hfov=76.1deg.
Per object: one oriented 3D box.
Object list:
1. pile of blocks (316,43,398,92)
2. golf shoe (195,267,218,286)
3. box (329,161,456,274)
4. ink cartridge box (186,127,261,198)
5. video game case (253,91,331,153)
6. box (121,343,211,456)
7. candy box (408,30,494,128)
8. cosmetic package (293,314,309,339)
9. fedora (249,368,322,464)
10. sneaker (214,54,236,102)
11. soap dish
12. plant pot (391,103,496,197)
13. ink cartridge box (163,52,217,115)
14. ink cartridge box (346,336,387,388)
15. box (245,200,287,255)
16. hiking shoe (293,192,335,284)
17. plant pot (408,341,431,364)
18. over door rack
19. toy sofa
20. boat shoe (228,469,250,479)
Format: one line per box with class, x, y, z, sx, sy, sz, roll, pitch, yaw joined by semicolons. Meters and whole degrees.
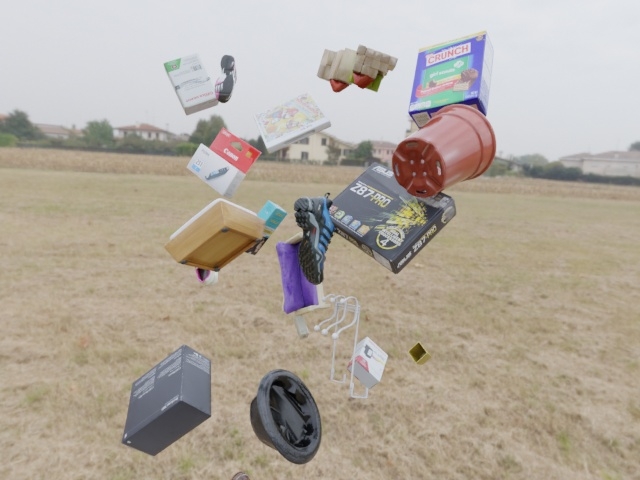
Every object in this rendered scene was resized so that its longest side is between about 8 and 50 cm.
pile of blocks;0.097;-0.473;1.179;0.148;0.113;0.362;13;17;-25
golf shoe;-0.621;0.096;2.215;0.115;0.306;0.140;-8;-6;5
box;0.235;-0.098;1.491;0.318;0.097;0.395;-41;47;-13
ink cartridge box;-0.458;-0.377;1.916;0.296;0.261;0.066;36;4;27
video game case;-0.095;-0.378;1.289;0.206;0.026;0.227;-24;45;-1
box;-0.668;0.702;1.812;0.343;0.179;0.312;-37;33;10
candy box;0.500;-0.611;1.566;0.268;0.317;0.122;-1;-25;36
cosmetic package;-0.093;0.403;1.936;0.041;0.060;0.115;-9;55;-19
fedora;-0.145;0.648;1.488;0.152;0.334;0.334;-33;-6;27
sneaker;-0.341;-0.592;1.529;0.071;0.178;0.077;11;-8;6
soap dish;-0.366;-0.006;1.453;0.290;0.118;0.229;-34;-30;21
plant pot;0.395;-0.283;1.363;0.265;0.273;0.272;-32;32;-35
ink cartridge box;-0.537;-0.651;1.711;0.153;0.208;0.087;-24;-2;-15
ink cartridge box;0.199;0.507;1.711;0.127;0.072;0.175;42;30;0
box;-0.257;-0.052;1.789;0.060;0.244;0.100;43;9;27
hiking shoe;0.000;0.000;1.363;0.132;0.304;0.113;-13;18;-31
plant pot;0.510;0.578;2.068;0.083;0.081;0.081;37;12;-38
over door rack;0.060;0.350;1.387;0.108;0.324;0.239;-4;-4;-15
toy sofa;-0.085;0.155;1.880;0.177;0.363;0.150;1;-16;-32
boat shoe;-0.220;0.767;1.175;0.073;0.207;0.073;-21;21;-41
